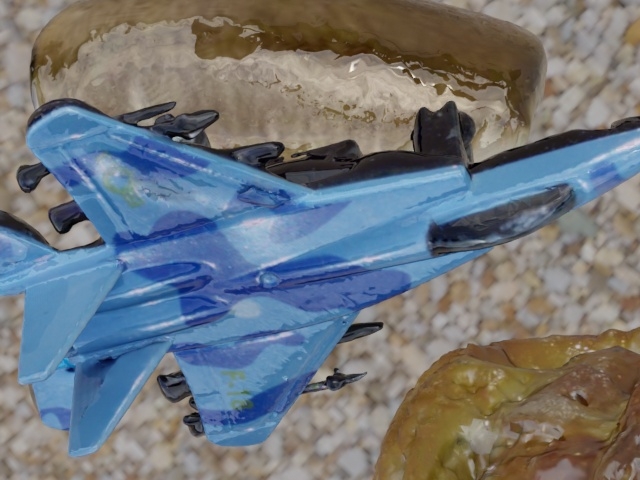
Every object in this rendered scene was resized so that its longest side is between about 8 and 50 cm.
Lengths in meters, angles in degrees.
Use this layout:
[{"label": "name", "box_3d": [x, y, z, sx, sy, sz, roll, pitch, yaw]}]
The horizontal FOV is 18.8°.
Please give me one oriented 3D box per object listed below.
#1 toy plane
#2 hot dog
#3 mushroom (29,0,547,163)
[{"label": "toy plane", "box_3d": [-0.001, -0.005, 0.636, 0.246, 0.078, 0.169, -23, 132, 5]}, {"label": "hot dog", "box_3d": [0.119, 0.107, 0.933, 0.175, 0.259, 0.114, -5, 105, 24]}, {"label": "mushroom", "box_3d": [-0.015, -0.153, 1.705, 0.397, 0.224, 0.313, -12, 148, 37]}]
